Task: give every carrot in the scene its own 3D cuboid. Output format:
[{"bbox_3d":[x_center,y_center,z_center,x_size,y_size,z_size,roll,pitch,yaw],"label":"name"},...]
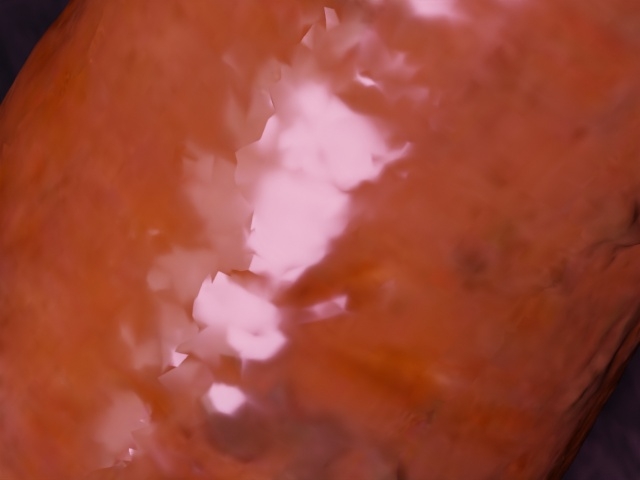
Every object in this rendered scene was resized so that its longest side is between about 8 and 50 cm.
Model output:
[{"bbox_3d":[0.000,0.000,0.523,0.224,0.224,0.341,42,117,14],"label":"carrot"}]
